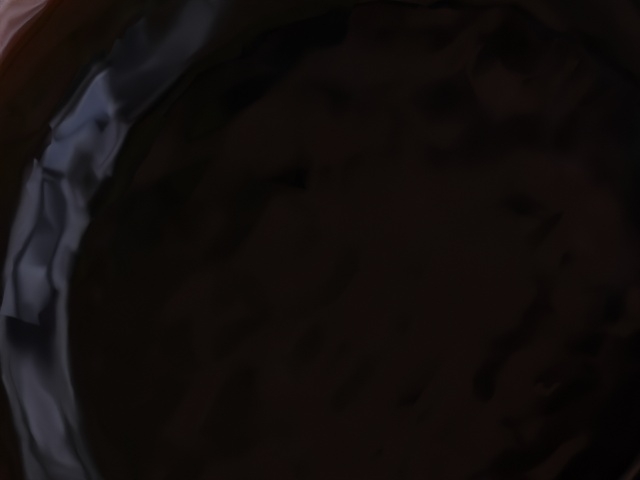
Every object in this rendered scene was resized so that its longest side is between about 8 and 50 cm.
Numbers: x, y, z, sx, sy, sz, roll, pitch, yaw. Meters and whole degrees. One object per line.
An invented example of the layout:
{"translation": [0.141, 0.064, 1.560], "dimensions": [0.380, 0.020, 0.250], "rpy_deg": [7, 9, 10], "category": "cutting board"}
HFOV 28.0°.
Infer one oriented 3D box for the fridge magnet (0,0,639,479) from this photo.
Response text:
{"translation": [0.000, 0.000, 0.414], "dimensions": [0.155, 0.363, 0.364], "rpy_deg": [-132, 42, -68], "category": "fridge magnet"}
